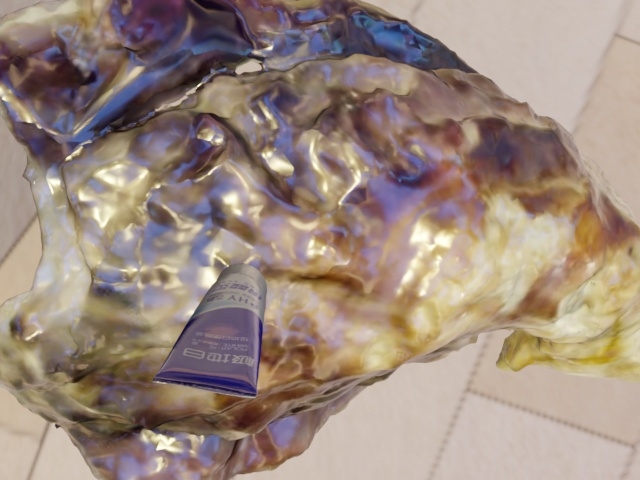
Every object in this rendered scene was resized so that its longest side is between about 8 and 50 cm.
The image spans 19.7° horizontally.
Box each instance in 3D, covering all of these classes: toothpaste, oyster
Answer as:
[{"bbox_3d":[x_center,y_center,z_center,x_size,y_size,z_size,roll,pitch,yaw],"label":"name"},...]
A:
[{"bbox_3d":[-0.023,0.023,0.453,0.024,0.083,0.015,10,105,2],"label":"toothpaste"},{"bbox_3d":[0.004,0.004,0.704,0.271,0.100,0.275,-28,126,-9],"label":"oyster"}]
